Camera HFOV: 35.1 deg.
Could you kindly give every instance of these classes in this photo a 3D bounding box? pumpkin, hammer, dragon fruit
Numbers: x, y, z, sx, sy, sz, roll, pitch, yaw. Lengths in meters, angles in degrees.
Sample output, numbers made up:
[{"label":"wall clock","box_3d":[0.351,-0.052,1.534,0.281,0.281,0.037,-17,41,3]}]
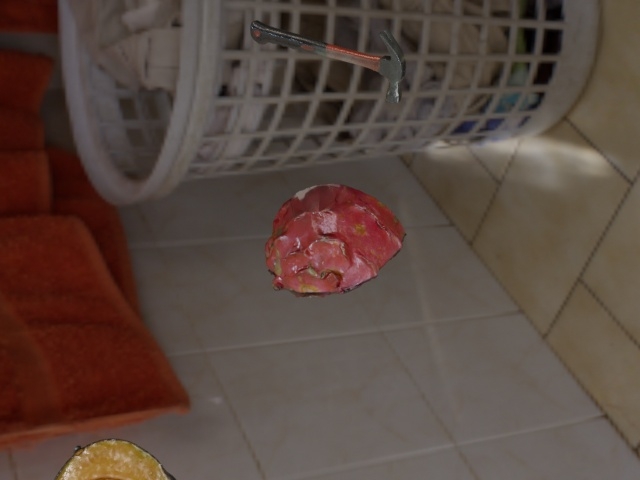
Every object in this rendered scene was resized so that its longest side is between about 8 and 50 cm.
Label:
[{"label":"pumpkin","box_3d":[-0.319,0.391,1.668,0.111,0.278,0.163,-163,74,-64]},{"label":"hammer","box_3d":[0.010,-0.313,1.665,0.288,0.033,0.111,19,123,23]},{"label":"dragon fruit","box_3d":[0.000,0.000,1.754,0.262,0.163,0.189,-14,92,21]}]
